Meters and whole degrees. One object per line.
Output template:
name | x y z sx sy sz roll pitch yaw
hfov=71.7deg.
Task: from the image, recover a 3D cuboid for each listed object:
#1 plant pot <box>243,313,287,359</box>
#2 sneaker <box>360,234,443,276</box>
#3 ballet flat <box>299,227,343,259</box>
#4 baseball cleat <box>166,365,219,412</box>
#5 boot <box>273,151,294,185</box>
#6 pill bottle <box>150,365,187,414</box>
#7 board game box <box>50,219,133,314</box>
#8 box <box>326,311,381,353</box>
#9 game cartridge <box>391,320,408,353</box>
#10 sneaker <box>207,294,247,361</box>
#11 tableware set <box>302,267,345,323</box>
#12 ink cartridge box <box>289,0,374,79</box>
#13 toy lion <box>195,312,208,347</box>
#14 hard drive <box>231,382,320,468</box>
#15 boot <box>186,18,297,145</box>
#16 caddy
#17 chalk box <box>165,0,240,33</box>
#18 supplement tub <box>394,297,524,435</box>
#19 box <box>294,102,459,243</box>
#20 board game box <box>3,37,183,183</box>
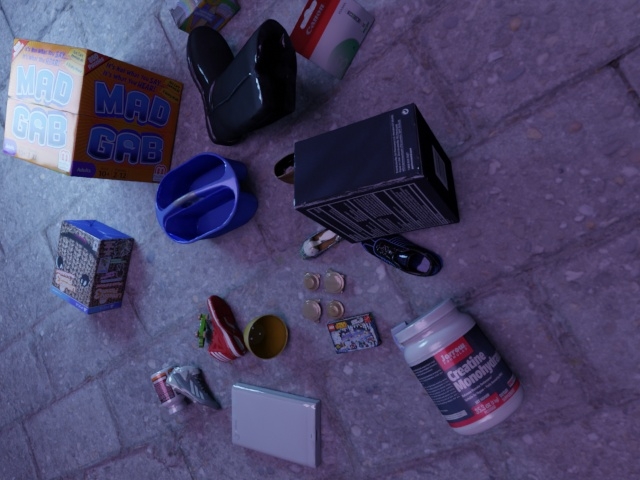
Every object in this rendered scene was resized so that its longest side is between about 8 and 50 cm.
plant pot | -0.181 0.290 1.354 0.095 0.134 0.134 -6 91 55
sneaker | 0.200 0.029 1.149 0.232 0.090 0.081 20 102 24
ballet flat | 0.000 0.000 1.266 0.188 0.070 0.070 -34 78 25
baseball cleat | -0.421 0.496 1.511 0.206 0.072 0.109 29 69 1
boot | 0.007 -0.230 1.219 0.306 0.115 0.112 -22 82 26
pill bottle | -0.529 0.528 1.560 0.086 0.086 0.152 -32 78 25
board game box | -0.864 0.092 1.672 0.232 0.141 0.290 20 102 25
box | 0.094 0.263 1.251 0.137 0.027 0.093 -19 90 27
game cartridge | 0.228 0.266 1.194 0.056 0.017 0.083 -38 76 28
sneaker | -0.342 0.299 1.449 0.128 0.087 0.221 -32 78 23
tableware set | 0.008 0.163 1.297 0.141 0.020 0.168 2 96 28
ink cartridge box | 0.030 -0.529 1.123 0.056 0.225 0.181 39 110 21
toy lion | -0.395 0.306 1.487 0.034 0.096 0.100 5 57 -7
hard drive | -0.144 0.575 1.392 0.308 0.040 0.202 2 94 27
boot | -0.223 -0.467 1.180 0.445 0.146 0.366 1 107 64
caddy | -0.367 -0.128 1.382 0.342 0.179 0.241 -23 82 27
chalk box | -0.348 -0.746 1.358 0.213 0.132 0.132 -31 78 24
supplement tub | 0.322 0.294 1.048 0.191 0.191 0.272 -40 76 24
box | 0.135 -0.136 1.038 0.294 0.296 0.182 -13 68 27
board game box | -0.735 -0.405 1.450 0.357 0.356 0.356 18 101 26
